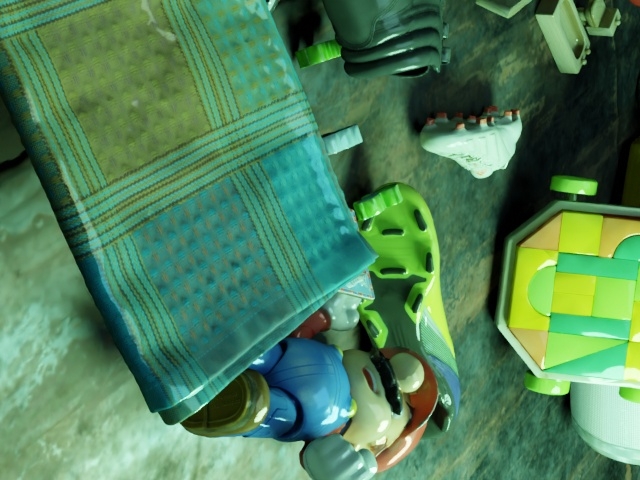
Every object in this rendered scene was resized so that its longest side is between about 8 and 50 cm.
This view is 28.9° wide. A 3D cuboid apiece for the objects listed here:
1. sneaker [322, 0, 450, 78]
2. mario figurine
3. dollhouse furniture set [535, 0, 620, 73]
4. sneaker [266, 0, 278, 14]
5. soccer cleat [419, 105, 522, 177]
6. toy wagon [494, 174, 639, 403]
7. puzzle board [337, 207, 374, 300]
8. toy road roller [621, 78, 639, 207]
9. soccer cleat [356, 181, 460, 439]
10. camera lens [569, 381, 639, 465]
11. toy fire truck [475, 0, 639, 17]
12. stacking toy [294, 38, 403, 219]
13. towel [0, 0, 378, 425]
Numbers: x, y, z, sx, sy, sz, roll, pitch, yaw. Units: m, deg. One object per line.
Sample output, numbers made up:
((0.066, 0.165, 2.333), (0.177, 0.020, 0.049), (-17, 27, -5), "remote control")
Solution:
((0.090, -0.236, 1.155), (0.296, 0.105, 0.146), (-37, 120, -49), "sneaker")
((0.014, 0.118, 1.105), (0.320, 0.170, 0.198), (24, 77, -53), "mario figurine")
((0.357, -0.305, 1.526), (0.144, 0.123, 0.151), (52, 57, -48), "dollhouse furniture set")
((-0.040, -0.216, 1.049), (0.044, 0.040, 0.109), (40, 66, -54), "sneaker")
((0.170, -0.103, 1.362), (0.196, 0.068, 0.076), (-15, 114, -56), "soccer cleat")
((0.391, 0.065, 1.513), (0.068, 0.344, 0.267), (-81, 177, -83), "toy wagon")
((0.000, 0.000, 1.131), (0.128, 0.011, 0.096), (17, 53, -47), "puzzle board")
((0.587, -0.104, 1.806), (0.202, 0.241, 0.329), (18, 83, -55), "toy road roller")
((0.087, 0.069, 1.292), (0.121, 0.093, 0.289), (-78, 158, -67), "soccer cleat")
((0.450, 0.153, 1.696), (0.219, 0.219, 0.274), (-34, 125, -46), "camera lens")
((0.305, -0.319, 1.387), (0.246, 0.217, 0.158), (-59, 144, -4), "toy fire truck")
((-0.011, -0.077, 1.074), (0.221, 0.052, 0.167), (-30, 104, -49), "stacking toy")
((-0.100, -0.087, 0.902), (0.271, 0.040, 0.370), (-36, 109, -46), "towel")
